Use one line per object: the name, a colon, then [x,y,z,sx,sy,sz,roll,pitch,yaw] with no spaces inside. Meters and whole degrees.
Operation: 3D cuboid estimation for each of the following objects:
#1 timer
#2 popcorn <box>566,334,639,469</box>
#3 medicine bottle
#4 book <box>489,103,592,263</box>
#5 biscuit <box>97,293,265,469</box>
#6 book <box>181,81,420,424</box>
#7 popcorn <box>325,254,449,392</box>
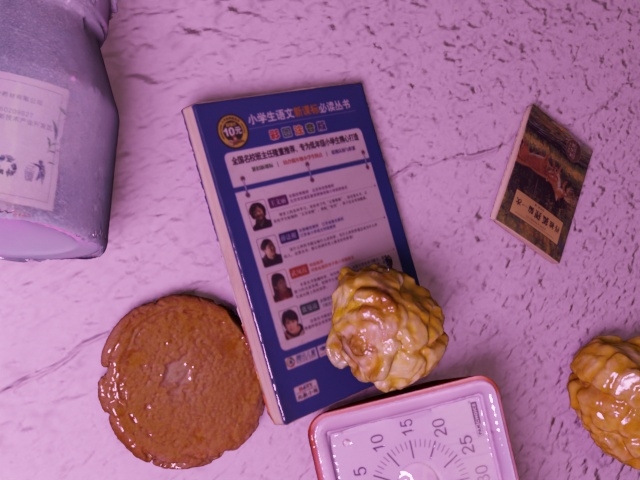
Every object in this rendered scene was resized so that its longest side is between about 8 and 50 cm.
timer: [0.118,0.328,1.032,0.250,0.161,0.257,-12,88,-21]
popcorn: [0.512,0.255,1.255,0.203,0.226,0.200,-38,143,-64]
medicine bottle: [-0.332,-0.140,0.813,0.245,0.245,0.290,11,75,-26]
book: [0.378,-0.096,1.306,0.160,0.024,0.228,31,69,-23]
biscuit: [-0.169,0.175,0.963,0.226,0.042,0.226,4,82,-28]
book: [0.000,0.000,1.061,0.300,0.039,0.428,-15,89,-37]
popcorn: [0.083,0.104,0.994,0.173,0.142,0.173,11,51,-13]
